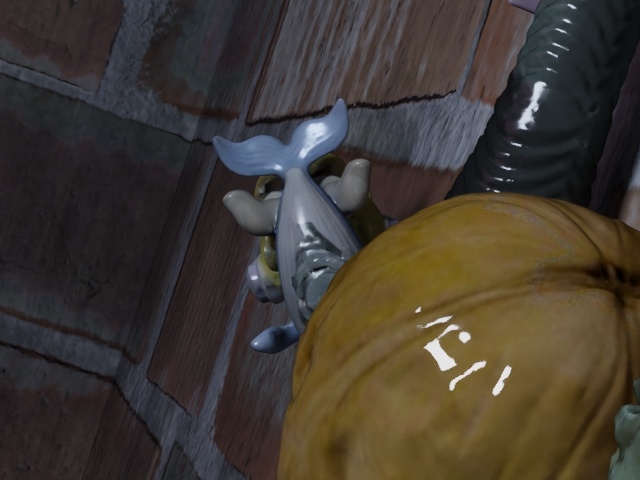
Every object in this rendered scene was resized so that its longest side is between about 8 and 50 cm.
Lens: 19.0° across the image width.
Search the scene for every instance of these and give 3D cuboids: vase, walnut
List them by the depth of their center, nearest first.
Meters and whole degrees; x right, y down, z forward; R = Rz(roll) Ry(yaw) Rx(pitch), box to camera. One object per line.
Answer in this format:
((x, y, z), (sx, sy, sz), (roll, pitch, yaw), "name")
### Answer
((0.075, 0.087, 0.838), (0.195, 0.195, 0.221), (-86, 12, -47), "walnut")
((0.122, -0.060, 1.015), (0.115, 0.115, 0.237), (-162, 94, -77), "vase")

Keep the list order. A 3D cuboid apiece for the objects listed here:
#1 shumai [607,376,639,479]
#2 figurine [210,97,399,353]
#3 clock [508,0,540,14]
((0.169, 0.095, 0.561), (0.184, 0.184, 0.142), (140, 122, -67), "shumai")
((0.000, 0.000, 1.348), (0.184, 0.128, 0.208), (-101, -5, -64), "figurine")
((0.182, -0.299, 1.147), (0.275, 0.080, 0.290), (-99, 31, -63), "clock")
